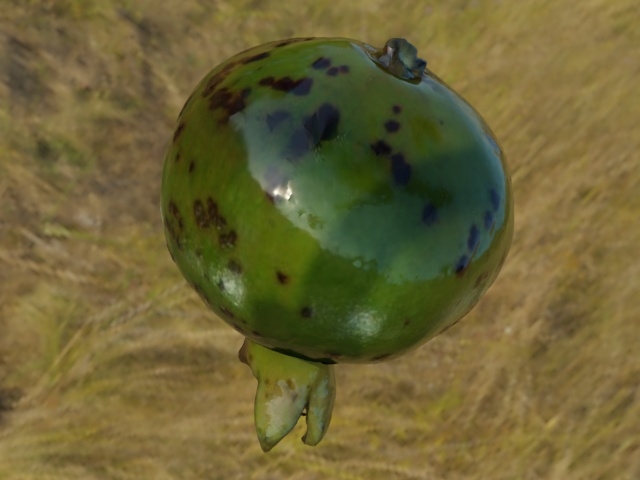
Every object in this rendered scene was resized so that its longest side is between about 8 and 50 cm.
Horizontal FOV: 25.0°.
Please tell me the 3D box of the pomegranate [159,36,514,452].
[{"bbox_3d":[0.000,0.000,0.849,0.211,0.263,0.211,17,22,-7],"label":"pomegranate"}]
